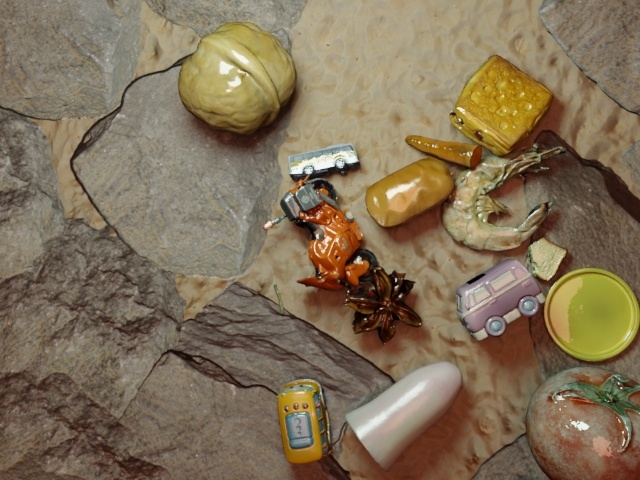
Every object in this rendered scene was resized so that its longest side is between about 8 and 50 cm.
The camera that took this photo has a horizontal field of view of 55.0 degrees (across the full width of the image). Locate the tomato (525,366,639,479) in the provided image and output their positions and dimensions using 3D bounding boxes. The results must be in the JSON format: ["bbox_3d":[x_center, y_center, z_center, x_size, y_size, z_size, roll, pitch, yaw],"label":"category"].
[{"bbox_3d":[0.632,0.437,1.403,0.317,0.316,0.282,8,118,8],"label":"tomato"}]

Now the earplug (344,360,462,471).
[{"bbox_3d":[0.229,0.415,1.541,0.301,0.172,0.172,-38,83,-4],"label":"earplug"}]

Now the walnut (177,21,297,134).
[{"bbox_3d":[-0.209,-0.416,1.587,0.285,0.285,0.296,39,70,8],"label":"walnut"}]

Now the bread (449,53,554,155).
[{"bbox_3d":[0.455,-0.337,1.566,0.210,0.099,0.235,37,72,9],"label":"bread"}]

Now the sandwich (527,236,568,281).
[{"bbox_3d":[0.570,0.049,1.572,0.093,0.036,0.104,24,91,7],"label":"sandwich"}]

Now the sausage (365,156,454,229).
[{"bbox_3d":[0.231,-0.124,1.582,0.241,0.120,0.136,-32,75,3],"label":"sausage"}]

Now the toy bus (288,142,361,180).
[{"bbox_3d":[0.009,-0.207,1.648,0.191,0.064,0.075,-13,73,6],"label":"toy bus"}]

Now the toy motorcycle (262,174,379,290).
[{"bbox_3d":[0.000,0.000,1.595,0.221,0.148,0.325,-32,92,-20],"label":"toy motorcycle"}]

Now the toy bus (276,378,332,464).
[{"bbox_3d":[-0.046,0.467,1.572,0.126,0.136,0.209,-10,84,6],"label":"toy bus"}]

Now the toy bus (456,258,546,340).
[{"bbox_3d":[0.435,0.147,1.533,0.202,0.142,0.142,-33,89,3],"label":"toy bus"}]

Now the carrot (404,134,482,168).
[{"bbox_3d":[0.309,-0.239,1.591,0.210,0.061,0.061,21,89,32],"label":"carrot"}]

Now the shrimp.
[{"bbox_3d":[0.481,-0.116,1.572,0.360,0.085,0.247,-36,83,10],"label":"shrimp"}]

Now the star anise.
[{"bbox_3d":[0.159,0.153,1.569,0.190,0.126,0.220,-18,111,4],"label":"star anise"}]

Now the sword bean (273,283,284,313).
[{"bbox_3d":[-0.112,0.158,1.662,0.012,0.012,0.083,-17,84,6],"label":"sword bean"}]

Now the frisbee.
[{"bbox_3d":[0.686,0.187,1.559,0.236,0.017,0.236,-1,86,7],"label":"frisbee"}]
